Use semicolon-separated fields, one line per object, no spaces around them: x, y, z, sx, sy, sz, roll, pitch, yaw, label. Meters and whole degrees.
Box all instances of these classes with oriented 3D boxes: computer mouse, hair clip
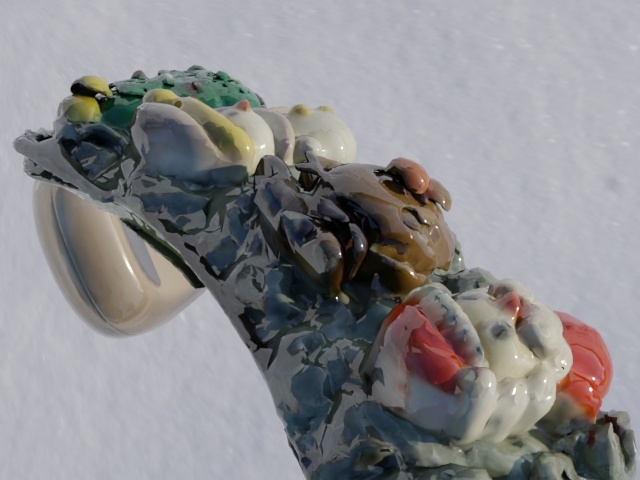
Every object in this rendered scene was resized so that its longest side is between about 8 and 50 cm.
-0.138;-0.010;1.261;0.082;0.236;0.145;-21;99;18;computer mouse
0.000;-0.002;0.663;0.138;0.321;0.091;-8;124;-34;hair clip
